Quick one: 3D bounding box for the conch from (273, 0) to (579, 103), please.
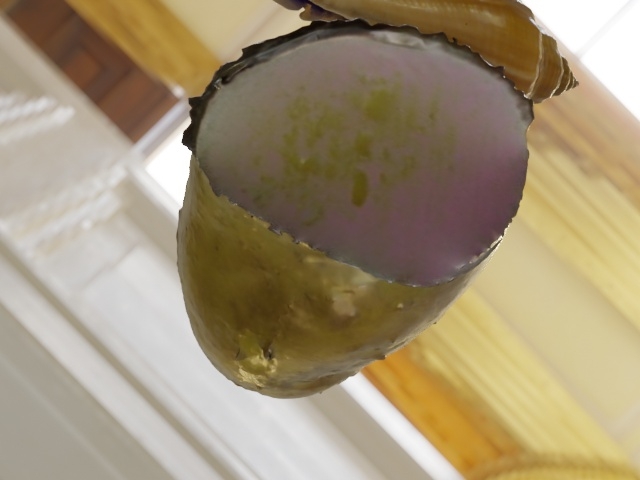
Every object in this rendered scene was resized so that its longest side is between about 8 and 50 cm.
[{"bbox_3d":[0.077,-0.170,1.478,0.109,0.330,0.093,30,-85,55],"label":"conch"}]

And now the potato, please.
[{"bbox_3d":[0.000,0.000,1.341,0.229,0.229,0.266,-45,169,-29],"label":"potato"}]
